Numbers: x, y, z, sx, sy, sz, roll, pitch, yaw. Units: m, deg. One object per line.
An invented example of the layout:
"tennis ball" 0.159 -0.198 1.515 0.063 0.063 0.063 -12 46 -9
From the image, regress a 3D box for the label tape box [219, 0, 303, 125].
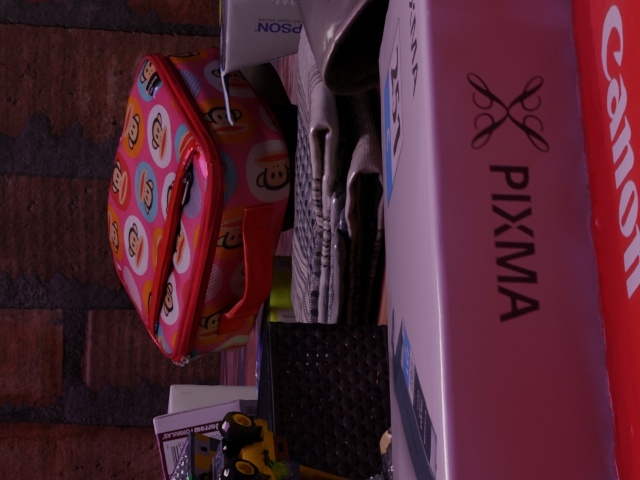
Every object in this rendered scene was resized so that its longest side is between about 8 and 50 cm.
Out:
"label tape box" -0.033 -0.307 1.451 0.347 0.115 0.249 95 174 -50

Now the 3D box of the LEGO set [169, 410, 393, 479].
"LEGO set" -0.009 0.254 0.742 0.255 0.192 0.331 -111 41 -70

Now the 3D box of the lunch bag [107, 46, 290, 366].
"lunch bag" -0.120 -0.023 1.671 0.258 0.120 0.293 57 145 40

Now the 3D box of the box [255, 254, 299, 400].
"box" -0.041 0.106 1.711 0.178 0.042 0.109 102 170 -58

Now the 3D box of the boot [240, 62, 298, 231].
"boot" -0.043 -0.128 1.713 0.106 0.082 0.219 117 146 -53

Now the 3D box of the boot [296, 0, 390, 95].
"boot" 0.032 -0.207 0.893 0.189 0.076 0.208 -54 33 27

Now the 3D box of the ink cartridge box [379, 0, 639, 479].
"ink cartridge box" 0.069 -0.012 0.556 0.261 0.066 0.296 101 169 -63

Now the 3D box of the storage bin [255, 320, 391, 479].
"storage bin" 0.004 0.148 1.054 0.180 0.084 0.122 -97 10 -52

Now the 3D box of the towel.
"towel" 0.000 0.000 1.284 0.324 0.056 0.312 -99 13 -59

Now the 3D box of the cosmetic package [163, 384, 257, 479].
"cosmetic package" -0.141 0.340 2.170 0.224 0.138 0.224 99 171 -59

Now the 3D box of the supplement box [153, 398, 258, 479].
"supplement box" -0.050 0.240 1.196 0.130 0.073 0.239 18 -119 -75
